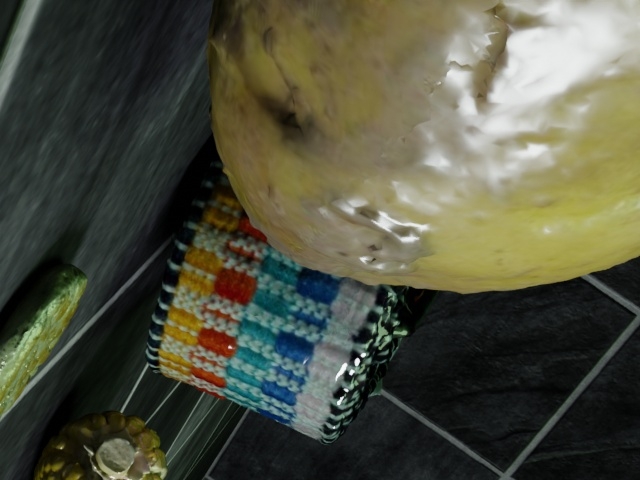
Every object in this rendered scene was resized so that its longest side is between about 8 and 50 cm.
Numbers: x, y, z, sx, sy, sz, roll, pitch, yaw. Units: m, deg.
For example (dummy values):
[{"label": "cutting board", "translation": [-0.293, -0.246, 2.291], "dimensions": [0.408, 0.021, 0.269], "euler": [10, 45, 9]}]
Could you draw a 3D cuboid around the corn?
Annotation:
[{"label": "corn", "translation": [-0.148, 0.167, 1.010], "dimensions": [0.080, 0.080, 0.238], "euler": [-54, 178, -29]}]

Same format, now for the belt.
[{"label": "belt", "translation": [0.000, 0.000, 0.928], "dimensions": [0.257, 0.150, 0.207], "euler": [-49, 163, -70]}]

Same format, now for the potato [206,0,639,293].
[{"label": "potato", "translation": [0.068, -0.083, 0.572], "dimensions": [0.266, 0.229, 0.229], "euler": [-63, 173, 34]}]

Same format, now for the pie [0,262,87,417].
[{"label": "pie", "translation": [-0.127, 0.046, 0.673], "dimensions": [0.085, 0.017, 0.085], "euler": [-55, 178, -3]}]
